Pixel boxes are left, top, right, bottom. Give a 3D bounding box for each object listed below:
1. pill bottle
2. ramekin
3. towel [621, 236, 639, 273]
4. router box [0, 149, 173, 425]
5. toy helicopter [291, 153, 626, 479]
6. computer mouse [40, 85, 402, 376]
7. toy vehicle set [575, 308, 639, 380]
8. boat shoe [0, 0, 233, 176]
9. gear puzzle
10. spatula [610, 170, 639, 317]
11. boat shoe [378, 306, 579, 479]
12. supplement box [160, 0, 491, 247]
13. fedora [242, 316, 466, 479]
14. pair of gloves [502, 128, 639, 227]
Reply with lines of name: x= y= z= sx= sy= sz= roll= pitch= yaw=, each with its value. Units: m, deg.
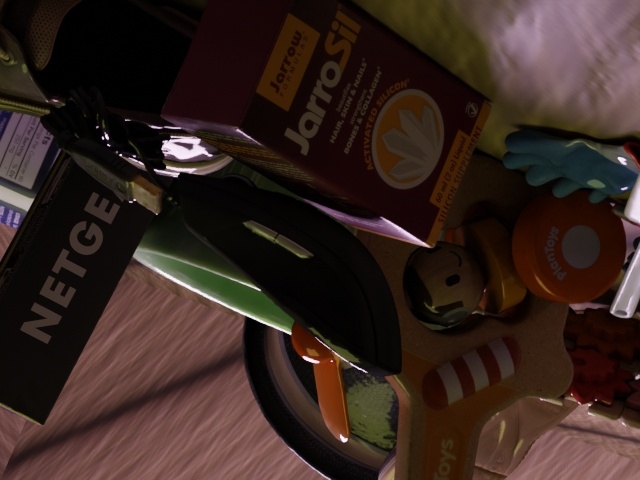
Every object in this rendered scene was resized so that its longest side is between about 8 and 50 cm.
pill bottle: x=-0.304 y=-0.094 z=1.680 sx=0.264 sy=0.153 sz=0.153 roll=24 pitch=172 yaw=-6
ramekin: x=0.000 y=0.000 z=1.469 sx=0.303 sy=0.148 sz=0.303 roll=22 pitch=172 yaw=3
towel: x=0.262 y=0.021 z=1.226 sx=0.067 sy=0.029 sz=0.119 roll=16 pitch=-178 yaw=23
router box: x=-0.205 y=-0.005 z=1.423 sx=0.081 sy=0.309 sz=0.243 roll=29 pitch=172 yaw=-12
toy helicopter: x=0.075 y=0.111 z=1.240 sx=0.234 sy=0.355 sz=0.140 roll=7 pitch=179 yaw=-23
computer mouse: x=-0.050 y=-0.017 z=1.044 sx=0.262 sy=0.060 sz=0.184 roll=40 pitch=-174 yaw=17
toy vehicle set: x=0.328 y=0.124 z=1.801 sx=0.166 sy=0.035 sz=0.267 roll=24 pitch=172 yaw=-7
boat shoe: x=-0.201 y=-0.152 z=1.178 sx=0.355 sy=0.132 sz=0.130 roll=16 pitch=165 yaw=-15
gear puzzle: x=0.215 y=0.087 z=1.585 sx=0.338 sy=0.044 sz=0.175 roll=16 pitch=-150 yaw=16
spatula: x=0.274 y=0.022 z=1.108 sx=0.168 sy=0.019 sz=0.242 roll=13 pitch=156 yaw=7
boat shoe: x=0.167 y=0.172 z=1.721 sx=0.102 sy=0.285 sz=0.092 roll=32 pitch=-151 yaw=-23
supplement box: x=0.007 y=-0.081 z=1.056 sx=0.188 sy=0.104 sz=0.080 roll=29 pitch=170 yaw=-41
fedora: x=0.088 y=0.119 z=1.831 sx=0.334 sy=0.334 sz=0.152 roll=24 pitch=143 yaw=-12
pair of gloves: x=0.221 y=-0.025 z=1.135 sx=0.198 sy=0.023 sz=0.159 roll=27 pitch=172 yaw=-24
